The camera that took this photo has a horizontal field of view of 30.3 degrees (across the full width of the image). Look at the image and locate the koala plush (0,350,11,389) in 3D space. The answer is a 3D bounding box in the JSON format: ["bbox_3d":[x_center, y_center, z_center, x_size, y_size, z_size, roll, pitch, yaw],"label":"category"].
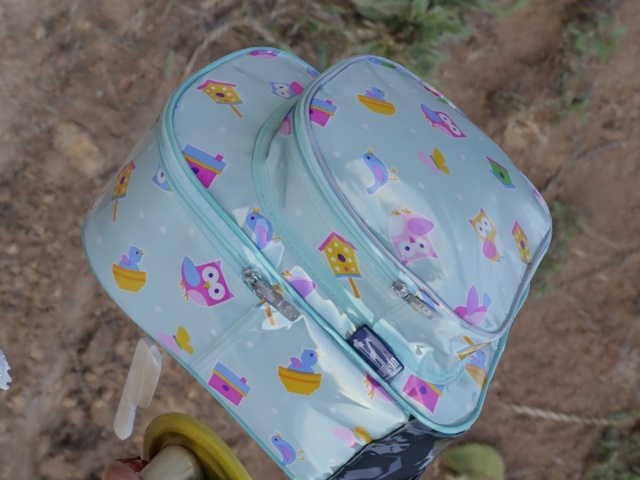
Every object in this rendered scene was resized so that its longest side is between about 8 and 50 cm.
[{"bbox_3d":[-0.324,0.091,0.760,0.196,0.221,0.203,-57,-161,30],"label":"koala plush"}]

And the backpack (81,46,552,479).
[{"bbox_3d":[0.000,0.000,0.523,0.144,0.188,0.166,-54,177,35],"label":"backpack"}]

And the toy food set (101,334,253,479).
[{"bbox_3d":[-0.092,0.186,0.758,0.071,0.218,0.128,-27,161,-37],"label":"toy food set"}]
